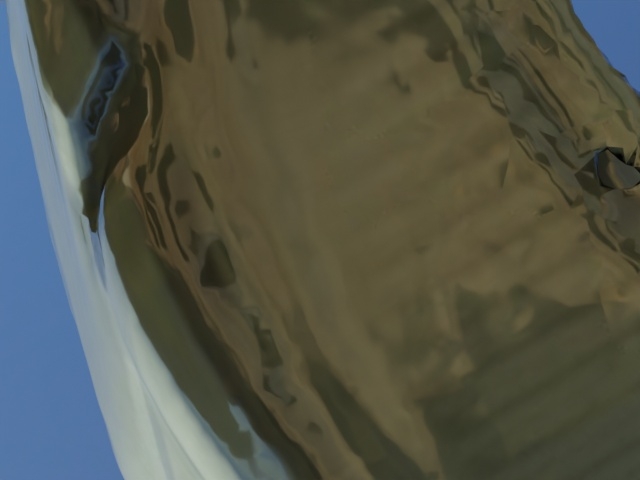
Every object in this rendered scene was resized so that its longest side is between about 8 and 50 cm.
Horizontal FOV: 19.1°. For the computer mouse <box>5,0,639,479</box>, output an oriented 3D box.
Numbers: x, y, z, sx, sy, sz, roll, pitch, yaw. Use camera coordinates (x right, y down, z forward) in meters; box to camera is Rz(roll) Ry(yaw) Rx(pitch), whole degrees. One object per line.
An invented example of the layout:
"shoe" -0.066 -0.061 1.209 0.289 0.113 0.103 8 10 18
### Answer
"computer mouse" -0.004 -0.001 0.518 0.145 0.429 0.228 -28 168 -5
